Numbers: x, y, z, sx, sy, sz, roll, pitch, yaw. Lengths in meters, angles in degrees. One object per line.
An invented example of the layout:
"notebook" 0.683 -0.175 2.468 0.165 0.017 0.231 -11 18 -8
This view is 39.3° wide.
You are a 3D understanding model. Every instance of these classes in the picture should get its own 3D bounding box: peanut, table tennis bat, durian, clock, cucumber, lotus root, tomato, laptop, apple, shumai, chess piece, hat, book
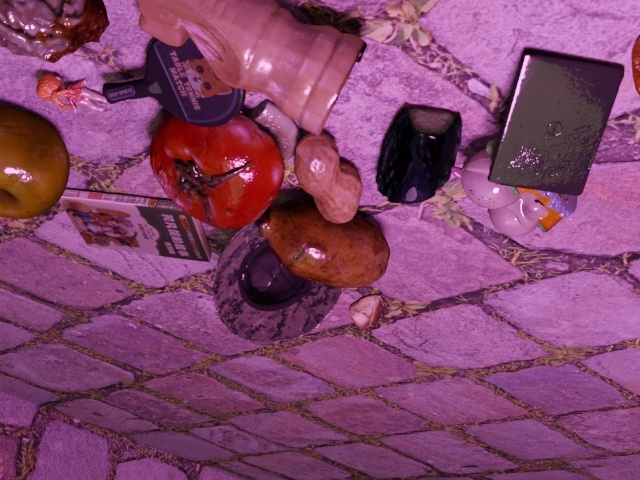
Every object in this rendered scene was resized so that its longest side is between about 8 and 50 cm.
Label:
"peanut" 0.013 -0.099 1.412 0.089 0.089 0.193 -3 149 24
"table tennis bat" -0.210 -0.224 1.275 0.236 0.027 0.150 -3 126 27
"durian" 0.108 0.147 1.899 0.066 0.052 0.130 53 144 4
"clock" 0.291 -0.077 1.326 0.144 0.103 0.231 -9 144 36
"cucumber" 0.146 -0.118 1.336 0.115 0.086 0.193 13 146 1
"lotus root" 0.000 0.000 1.533 0.260 0.145 0.128 22 129 -22
"tomato" -0.173 -0.104 1.383 0.227 0.101 0.228 22 139 20
"laptop" 0.308 -0.152 1.184 0.135 0.016 0.197 10 125 -1
"apple" -0.510 -0.128 1.467 0.196 0.157 0.196 8 152 4
"shumai" -0.342 -0.313 1.095 0.141 0.184 0.184 -19 147 4
"chess piece" -0.100 -0.259 1.136 0.300 0.137 0.137 28 151 -4
"hat" -0.086 0.057 1.670 0.265 0.266 0.128 22 -174 -20
"book" -0.355 -0.028 1.736 0.264 0.027 0.202 7 151 8

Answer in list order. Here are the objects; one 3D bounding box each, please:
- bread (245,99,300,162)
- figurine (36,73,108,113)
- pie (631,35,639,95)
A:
"bread" -0.096 -0.147 1.409 0.112 0.036 0.193 27 149 -30
"figurine" -0.377 -0.222 1.368 0.109 0.047 0.064 16 124 -23
"pie" 0.441 -0.237 1.047 0.191 0.033 0.088 -18 125 46
